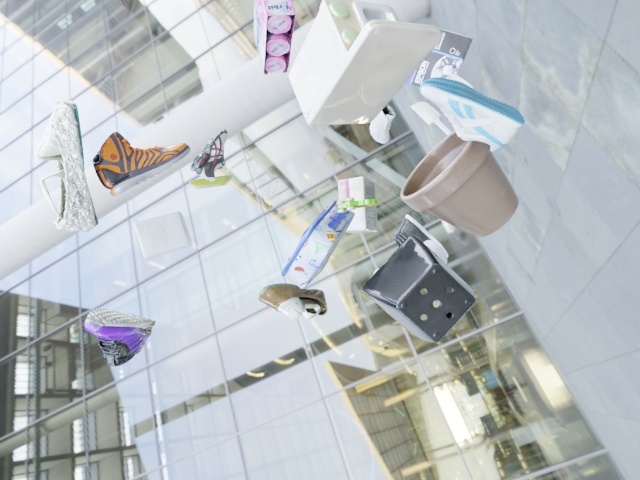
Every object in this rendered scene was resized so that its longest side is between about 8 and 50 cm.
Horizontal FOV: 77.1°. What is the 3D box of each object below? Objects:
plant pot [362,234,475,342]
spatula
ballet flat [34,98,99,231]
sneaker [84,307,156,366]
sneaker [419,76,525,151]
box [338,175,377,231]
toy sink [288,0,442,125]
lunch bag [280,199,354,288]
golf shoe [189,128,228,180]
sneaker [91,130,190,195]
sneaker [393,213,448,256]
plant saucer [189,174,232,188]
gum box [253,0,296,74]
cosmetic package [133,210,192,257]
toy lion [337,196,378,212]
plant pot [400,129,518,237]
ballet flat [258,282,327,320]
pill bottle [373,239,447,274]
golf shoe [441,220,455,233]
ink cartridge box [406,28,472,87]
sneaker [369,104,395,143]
[{"bbox_3d":[0.234,0.122,0.916,0.187,0.188,0.167,42,-177,-8],"label":"plant pot"},{"bbox_3d":[0.401,-0.357,1.145,0.242,0.168,0.019,51,175,20],"label":"spatula"},{"bbox_3d":[-0.774,-0.214,1.211,0.147,0.147,0.409,-71,-21,-74],"label":"ballet flat"},{"bbox_3d":[-0.556,0.277,1.110,0.293,0.102,0.146,82,-154,-76],"label":"sneaker"},{"bbox_3d":[0.312,-0.274,0.869,0.228,0.092,0.087,30,-134,6],"label":"sneaker"},{"bbox_3d":[0.166,-0.152,1.785,0.148,0.126,0.232,6,-100,-62],"label":"box"},{"bbox_3d":[0.065,-0.326,0.705,0.234,0.152,0.131,-42,65,57],"label":"toy sink"},{"bbox_3d":[0.000,0.000,1.299,0.115,0.243,0.303,32,-148,2],"label":"lunch bag"},{"bbox_3d":[-0.480,-0.387,1.819,0.120,0.105,0.273,41,-124,-27],"label":"golf shoe"},{"bbox_3d":[-0.606,-0.300,1.352,0.321,0.124,0.180,-41,-70,-35],"label":"sneaker"},{"bbox_3d":[0.453,0.023,1.852,0.295,0.147,0.104,39,-173,-19],"label":"sneaker"},{"bbox_3d":[-0.541,-0.292,2.011,0.188,0.188,0.045,-107,8,-77],"label":"plant saucer"},{"bbox_3d":[-0.104,-0.464,0.878,0.188,0.062,0.107,126,131,-73],"label":"gum box"},{"bbox_3d":[-0.648,-0.022,1.672,0.151,0.183,0.151,169,84,-77],"label":"cosmetic package"},{"bbox_3d":[0.105,-0.099,1.097,0.100,0.096,0.034,173,92,-70],"label":"toy lion"},{"bbox_3d":[0.382,-0.136,1.050,0.229,0.263,0.263,39,-163,-9],"label":"plant pot"},{"bbox_3d":[-0.080,0.236,1.482,0.342,0.116,0.124,20,-147,-54],"label":"ballet flat"},{"bbox_3d":[0.271,0.090,1.202,0.119,0.208,0.119,47,155,30],"label":"pill bottle"},{"bbox_3d":[0.520,-0.114,1.570,0.069,0.086,0.176,-13,-81,-42],"label":"golf shoe"},{"bbox_3d":[0.412,-0.657,1.466,0.208,0.206,0.045,25,-158,16],"label":"ink cartridge box"},{"bbox_3d":[0.277,-0.524,1.762,0.115,0.090,0.232,18,145,39],"label":"sneaker"}]
